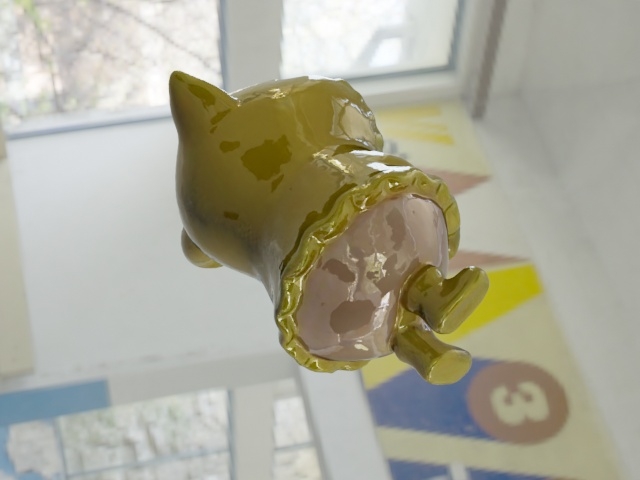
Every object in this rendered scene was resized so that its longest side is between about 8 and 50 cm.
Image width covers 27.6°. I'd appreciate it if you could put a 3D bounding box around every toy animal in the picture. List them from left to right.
[{"bbox_3d":[0.000,-0.004,0.773,0.230,0.156,0.156,35,-39,33],"label":"toy animal"}]
